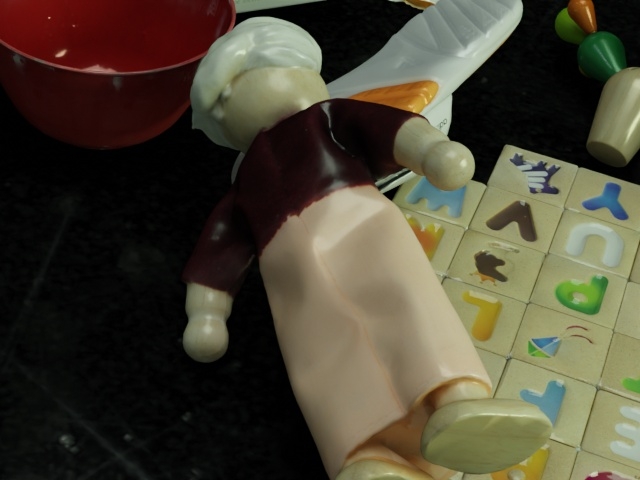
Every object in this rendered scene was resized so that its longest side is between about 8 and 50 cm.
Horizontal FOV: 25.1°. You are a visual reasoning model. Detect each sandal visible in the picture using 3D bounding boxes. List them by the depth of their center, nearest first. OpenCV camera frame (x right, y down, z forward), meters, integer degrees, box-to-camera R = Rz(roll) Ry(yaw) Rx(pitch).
[{"bbox_3d":[0.058,-0.083,1.005,0.265,0.076,0.102,-39,36,-27],"label":"sandal"}]

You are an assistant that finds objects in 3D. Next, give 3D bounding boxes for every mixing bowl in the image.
[{"bbox_3d":[-0.153,-0.128,1.008,0.181,0.098,0.181,6,39,-5],"label":"mixing bowl"}]

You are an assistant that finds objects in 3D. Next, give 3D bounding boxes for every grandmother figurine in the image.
[{"bbox_3d":[0.000,0.000,0.835,0.208,0.104,0.342,-30,52,12],"label":"grandmother figurine"}]

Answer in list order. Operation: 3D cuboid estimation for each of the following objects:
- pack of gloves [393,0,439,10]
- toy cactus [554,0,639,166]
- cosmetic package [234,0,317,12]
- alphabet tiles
[{"bbox_3d":[0.049,-0.301,1.309,0.195,0.046,0.232,18,39,9],"label":"pack of gloves"},{"bbox_3d":[0.257,-0.134,1.101,0.219,0.112,0.180,18,70,36],"label":"toy cactus"},{"bbox_3d":[-0.103,-0.352,1.235,0.197,0.155,0.365,-9,43,-12],"label":"cosmetic package"},{"bbox_3d":[0.161,0.052,0.927,0.285,0.011,0.342,19,40,10],"label":"alphabet tiles"}]
